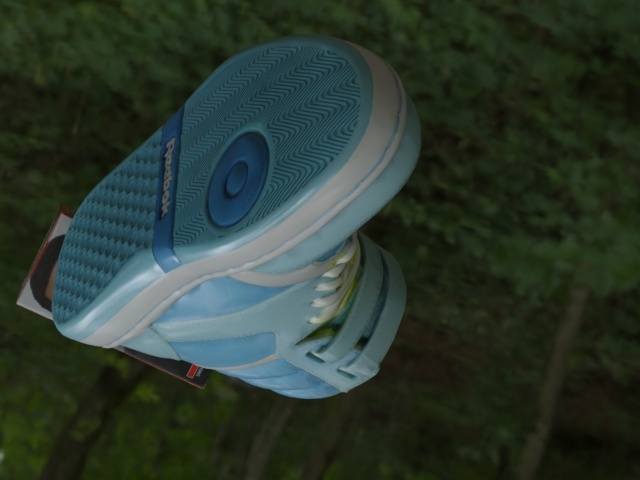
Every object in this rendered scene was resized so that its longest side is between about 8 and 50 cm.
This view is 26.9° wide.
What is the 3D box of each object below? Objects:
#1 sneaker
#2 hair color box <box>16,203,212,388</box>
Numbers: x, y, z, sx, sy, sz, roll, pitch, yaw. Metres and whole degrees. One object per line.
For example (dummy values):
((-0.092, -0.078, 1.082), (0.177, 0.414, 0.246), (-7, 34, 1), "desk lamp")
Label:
((0.000, 0.000, 0.773), (0.208, 0.127, 0.319), (21, 153, -29), "sneaker")
((-0.129, 0.039, 0.917), (0.141, 0.072, 0.043), (26, -175, -14), "hair color box")
